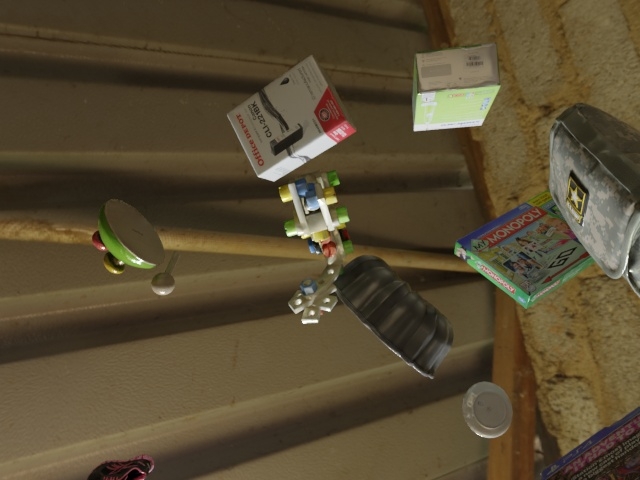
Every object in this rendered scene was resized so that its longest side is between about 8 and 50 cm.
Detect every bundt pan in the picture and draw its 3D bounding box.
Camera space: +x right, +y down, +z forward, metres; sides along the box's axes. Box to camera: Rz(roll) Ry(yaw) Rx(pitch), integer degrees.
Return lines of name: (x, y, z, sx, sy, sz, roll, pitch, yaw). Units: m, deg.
bundt pan: (0.176, 0.154, 1.070, 0.330, 0.331, 0.124, 42, -87, -12)

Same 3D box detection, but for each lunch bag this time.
lunch bag: (0.453, -0.048, 0.659, 0.286, 0.169, 0.235, 32, -147, -27)

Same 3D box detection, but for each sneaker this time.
sneaker: (-0.372, 0.435, 0.849, 0.119, 0.057, 0.047, -13, -81, -12)

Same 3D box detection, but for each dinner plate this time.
dinner plate: (0.448, 0.449, 1.225, 0.141, 0.017, 0.142, 2, -109, -6)

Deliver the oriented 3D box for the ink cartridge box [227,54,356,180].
ink cartridge box: (-0.077, -0.307, 1.195, 0.197, 0.272, 0.114, 63, -164, 7)

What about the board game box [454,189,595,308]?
board game box: (0.505, 0.006, 1.070, 0.317, 0.046, 0.213, -27, -134, -19)

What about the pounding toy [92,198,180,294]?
pounding toy: (-0.449, 0.027, 1.074, 0.110, 0.183, 0.237, -34, -59, 6)

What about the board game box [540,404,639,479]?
board game box: (0.304, 0.223, 0.325, 0.141, 0.232, 0.291, 49, -163, 17)

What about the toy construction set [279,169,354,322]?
toy construction set: (0.000, 0.000, 0.935, 0.150, 0.328, 0.215, -4, -148, -4)

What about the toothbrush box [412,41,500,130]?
toothbrush box: (0.364, -0.415, 1.285, 0.206, 0.283, 0.122, -3, -98, 10)
